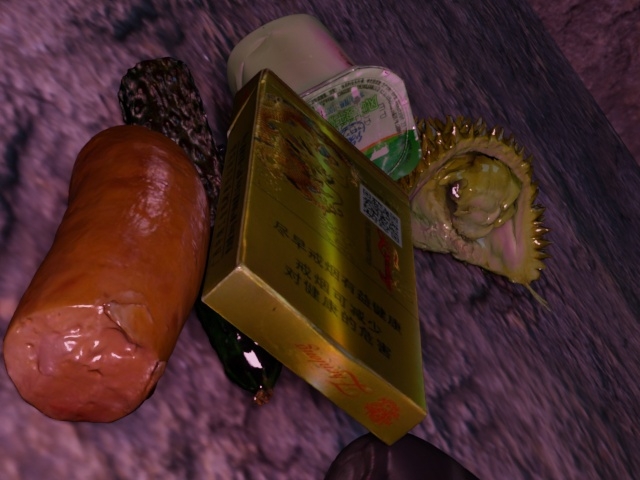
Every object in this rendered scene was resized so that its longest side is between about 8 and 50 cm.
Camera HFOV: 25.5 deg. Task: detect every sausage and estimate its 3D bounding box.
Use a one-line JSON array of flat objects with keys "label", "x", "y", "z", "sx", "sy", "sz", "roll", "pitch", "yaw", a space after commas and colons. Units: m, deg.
[{"label": "sausage", "x": -0.126, "y": 0.005, "z": 0.904, "sx": 0.109, "sy": 0.109, "sz": 0.270, "roll": 45, "pitch": 20, "yaw": -20}]

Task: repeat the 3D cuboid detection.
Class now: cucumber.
[{"label": "cucumber", "x": -0.086, "y": -0.011, "z": 1.055, "sx": 0.067, "sy": 0.067, "sz": 0.293, "roll": 24, "pitch": 37, "yaw": -52}]

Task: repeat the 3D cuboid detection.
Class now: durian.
[{"label": "durian", "x": 0.148, "y": -0.047, "z": 1.592, "sx": 0.355, "sy": 0.157, "sz": 0.169, "roll": 27, "pitch": 69, "yaw": -48}]

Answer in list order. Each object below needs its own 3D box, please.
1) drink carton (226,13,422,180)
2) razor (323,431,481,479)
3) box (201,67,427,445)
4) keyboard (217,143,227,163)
[{"label": "drink carton", "x": -0.011, "y": -0.124, "z": 1.279, "sx": 0.142, "sy": 0.146, "sz": 0.144, "roll": 57, "pitch": -9, "yaw": 42}, {"label": "razor", "x": 0.133, "y": 0.282, "z": 0.994, "sx": 0.349, "sy": 0.113, "sz": 0.204, "roll": 43, "pitch": 21, "yaw": -25}, {"label": "box", "x": 0.000, "y": 0.000, "z": 1.043, "sx": 0.173, "sy": 0.043, "sz": 0.311, "roll": 40, "pitch": 24, "yaw": -21}, {"label": "keyboard", "x": -0.034, "y": -0.002, "z": 1.211, "sx": 0.231, "sy": 0.023, "sz": 0.072, "roll": 46, "pitch": 25, "yaw": -19}]
